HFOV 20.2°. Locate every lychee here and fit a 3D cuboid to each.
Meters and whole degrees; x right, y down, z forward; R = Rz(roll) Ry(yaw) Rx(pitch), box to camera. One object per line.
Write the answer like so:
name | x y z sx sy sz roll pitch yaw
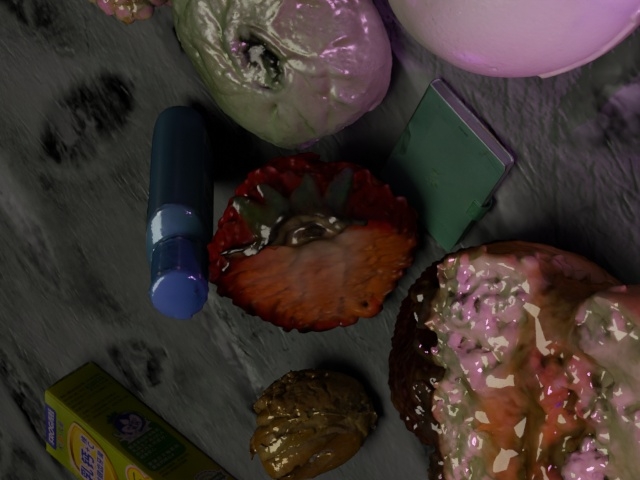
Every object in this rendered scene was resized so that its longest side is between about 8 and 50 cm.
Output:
lychee | 0.146 0.090 1.462 0.194 0.194 0.194 30 137 33

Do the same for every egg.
egg | 0.133 -0.199 1.243 0.183 0.183 0.217 59 148 -3

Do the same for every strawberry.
strawberry | -0.010 -0.006 1.611 0.236 0.190 0.111 79 179 -64

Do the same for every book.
book | 0.107 -0.060 1.523 0.103 0.017 0.135 49 145 15

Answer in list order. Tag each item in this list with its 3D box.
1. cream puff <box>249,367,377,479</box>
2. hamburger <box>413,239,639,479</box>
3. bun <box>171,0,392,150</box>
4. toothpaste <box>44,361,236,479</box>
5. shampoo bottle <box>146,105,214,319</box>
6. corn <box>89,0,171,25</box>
cream puff | -0.013 0.179 1.778 0.133 0.119 0.104 -46 58 28
hamburger | 0.259 0.182 1.297 0.268 0.287 0.445 14 123 44
bun | -0.044 -0.181 1.531 0.221 0.108 0.221 31 138 33
toothpaste | -0.192 0.280 2.099 0.327 0.077 0.110 35 140 28
shampoo bottle | -0.129 -0.021 1.666 0.258 0.061 0.104 -95 0 -57
corn | -0.204 -0.359 1.585 0.126 0.126 0.335 10 129 46
